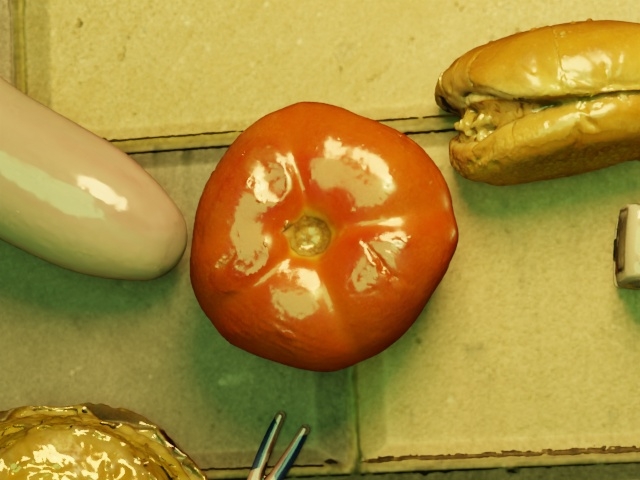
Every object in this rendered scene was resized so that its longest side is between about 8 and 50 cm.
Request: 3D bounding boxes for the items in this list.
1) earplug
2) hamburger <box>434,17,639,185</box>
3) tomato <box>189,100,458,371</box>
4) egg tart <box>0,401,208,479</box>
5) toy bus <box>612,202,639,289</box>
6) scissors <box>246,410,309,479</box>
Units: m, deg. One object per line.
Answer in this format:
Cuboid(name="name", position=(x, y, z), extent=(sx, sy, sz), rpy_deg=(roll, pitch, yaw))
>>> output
Cuboid(name="earplug", position=(-0.269, -0.054, 1.861), extent=(0.301, 0.172, 0.172), rpy_deg=(27, 91, 7))
Cuboid(name="hamburger", position=(0.240, -0.138, 1.762), extent=(0.283, 0.156, 0.144), rpy_deg=(-10, 82, 13))
Cuboid(name="tomato", position=(0.004, 0.001, 1.783), extent=(0.259, 0.180, 0.260), rpy_deg=(-1, 87, 11))
Cuboid(name="egg tart", position=(-0.245, 0.278, 1.764), extent=(0.341, 0.132, 0.341), rpy_deg=(7, 56, -11))
Cuboid(name="toy bus", position=(0.403, 0.012, 1.739), extent=(0.268, 0.106, 0.092), rpy_deg=(3, 84, 12))
Cuboid(name="scissors", position=(-0.051, 0.225, 1.858), extent=(0.039, 0.012, 0.113), rpy_deg=(28, 91, 13))
